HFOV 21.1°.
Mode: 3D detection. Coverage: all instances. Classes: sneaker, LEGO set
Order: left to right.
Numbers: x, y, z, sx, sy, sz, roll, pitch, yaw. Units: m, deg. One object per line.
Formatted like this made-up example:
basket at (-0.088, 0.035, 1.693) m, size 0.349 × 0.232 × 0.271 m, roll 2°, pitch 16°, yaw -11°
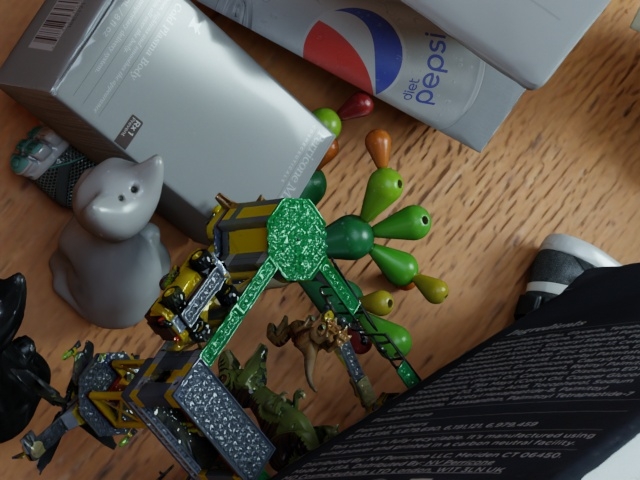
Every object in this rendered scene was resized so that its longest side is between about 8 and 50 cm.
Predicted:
sneaker at (-0.168, -0.091, 1.371) m, size 0.166 × 0.065 × 0.076 m, roll -46°, pitch 114°, yaw -17°
LEGO set at (-0.063, 0.130, 1.285) m, size 0.331 × 0.192 × 0.255 m, roll 47°, pitch 55°, yaw -33°
sneaker at (0.263, 0.096, 1.485) m, size 0.217 × 0.079 × 0.121 m, roll 28°, pitch 76°, yaw -5°

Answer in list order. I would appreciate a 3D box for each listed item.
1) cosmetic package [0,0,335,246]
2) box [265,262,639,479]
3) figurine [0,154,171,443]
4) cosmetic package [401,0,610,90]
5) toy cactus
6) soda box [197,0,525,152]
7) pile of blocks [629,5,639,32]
cosmetic package at (-0.114, -0.099, 1.309) m, size 0.238 × 0.107 × 0.127 m, roll 37°, pitch 76°, yaw -35°
box at (0.235, 0.305, 1.209) m, size 0.472 × 0.297 × 0.479 m, roll -28°, pitch 102°, yaw -45°
figurine at (-0.194, 0.034, 1.244) m, size 0.092 × 0.209 × 0.215 m, roll 44°, pitch 69°, yaw 8°
cosmetic package at (0.142, -0.393, 1.294) m, size 0.327 × 0.329 × 0.393 m, roll 33°, pitch 111°, yaw -11°
toy cactus at (0.000, 0.000, 1.402) m, size 0.181 × 0.112 × 0.219 m, roll -16°, pitch 89°, yaw -3°
soda box at (0.034, -0.189, 1.416) m, size 0.286 × 0.098 × 0.091 m, roll 27°, pitch 117°, yaw -14°
pile of blocks at (0.410, -0.115, 1.520) m, size 0.362 × 0.149 × 0.112 m, roll 20°, pitch 103°, yaw -18°
